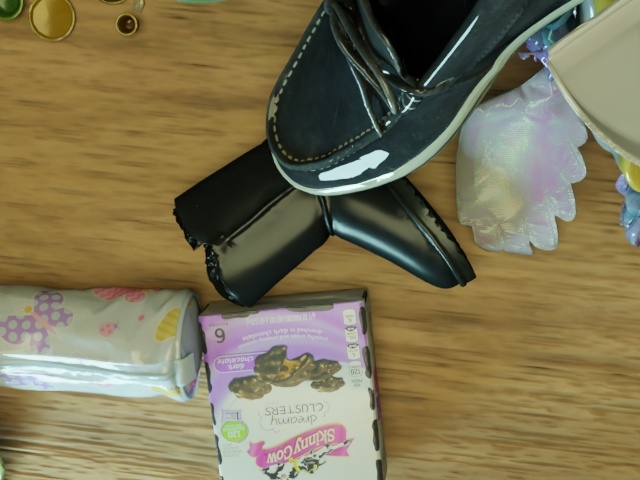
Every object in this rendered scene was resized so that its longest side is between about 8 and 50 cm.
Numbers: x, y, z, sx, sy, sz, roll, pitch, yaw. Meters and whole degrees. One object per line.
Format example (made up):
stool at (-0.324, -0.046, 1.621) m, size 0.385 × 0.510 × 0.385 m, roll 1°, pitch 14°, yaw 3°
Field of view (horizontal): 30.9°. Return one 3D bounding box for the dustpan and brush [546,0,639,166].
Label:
dustpan and brush at (0.266, -0.075, 0.768) m, size 0.147 × 0.060 × 0.211 m, roll -34°, pitch 112°, yaw 10°

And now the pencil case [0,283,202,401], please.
pencil case at (-0.250, 0.098, 1.145) m, size 0.273 × 0.124 × 0.113 m, roll 2°, pitch 99°, yaw 4°

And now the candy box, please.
candy box at (-0.024, 0.155, 1.159) m, size 0.165 × 0.070 × 0.196 m, roll -6°, pitch 98°, yaw 6°

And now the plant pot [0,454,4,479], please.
plant pot at (-0.518, 0.229, 1.145) m, size 0.293 × 0.275 × 0.275 m, roll 35°, pitch 101°, yaw 16°

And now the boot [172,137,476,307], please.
boot at (0.000, 0.000, 1.117) m, size 0.207 × 0.094 × 0.246 m, roll -41°, pitch 87°, yaw 7°

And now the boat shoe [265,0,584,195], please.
boat shoe at (0.071, -0.182, 0.866) m, size 0.156 × 0.500 × 0.187 m, roll -4°, pitch 71°, yaw -33°

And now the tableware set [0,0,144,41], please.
tableware set at (-0.247, -0.242, 1.137) m, size 0.154 × 0.024 × 0.104 m, roll 20°, pitch 101°, yaw 1°

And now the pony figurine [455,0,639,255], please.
pony figurine at (0.265, -0.121, 0.981) m, size 0.303 × 0.363 × 0.351 m, roll -12°, pitch 114°, yaw 0°

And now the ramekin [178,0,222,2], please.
ramekin at (-0.015, -0.325, 0.968) m, size 0.303 × 0.303 × 0.148 m, roll -19°, pitch 90°, yaw 8°
